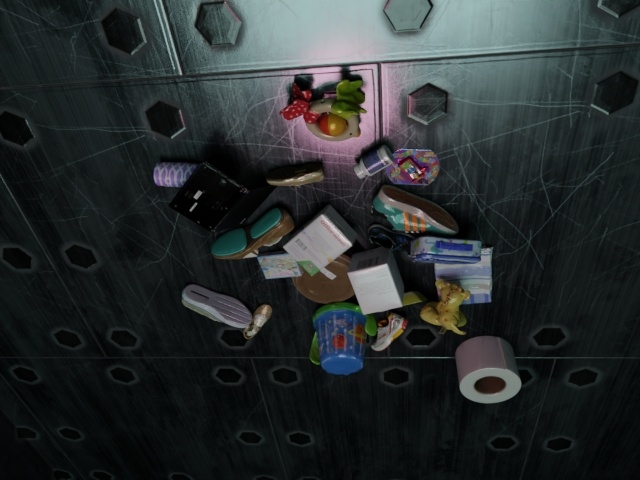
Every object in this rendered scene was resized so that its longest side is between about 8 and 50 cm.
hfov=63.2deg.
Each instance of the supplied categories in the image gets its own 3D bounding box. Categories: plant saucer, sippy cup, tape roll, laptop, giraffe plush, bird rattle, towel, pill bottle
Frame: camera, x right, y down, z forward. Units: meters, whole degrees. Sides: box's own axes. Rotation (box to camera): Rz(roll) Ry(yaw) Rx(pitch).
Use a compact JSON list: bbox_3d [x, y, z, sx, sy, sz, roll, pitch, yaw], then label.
[{"bbox_3d":[0.303,0.229,1.986,0.188,0.045,0.188,-15,171,18],"label":"plant saucer"},{"bbox_3d":[0.084,0.400,2.063,0.240,0.224,0.305,5,140,-3],"label":"sippy cup"},{"bbox_3d":[0.022,0.149,2.006,0.278,0.041,0.278,3,129,4],"label":"plant saucer"},{"bbox_3d":[0.695,0.539,2.174,0.246,0.169,0.246,3,129,3],"label":"tape roll"},{"bbox_3d":[-0.320,-0.150,1.728,0.264,0.136,0.234,33,125,-20],"label":"laptop"},{"bbox_3d":[0.475,0.232,1.926,0.181,0.210,0.170,13,105,5],"label":"giraffe plush"},{"bbox_3d":[0.018,-0.361,1.530,0.253,0.143,0.207,-9,145,17],"label":"bird rattle"},{"bbox_3d":[0.537,0.139,1.947,0.209,0.034,0.285,-5,129,11],"label":"towel"},{"bbox_3d":[0.167,-0.245,1.643,0.120,0.067,0.067,-28,122,26],"label":"pill bottle"}]

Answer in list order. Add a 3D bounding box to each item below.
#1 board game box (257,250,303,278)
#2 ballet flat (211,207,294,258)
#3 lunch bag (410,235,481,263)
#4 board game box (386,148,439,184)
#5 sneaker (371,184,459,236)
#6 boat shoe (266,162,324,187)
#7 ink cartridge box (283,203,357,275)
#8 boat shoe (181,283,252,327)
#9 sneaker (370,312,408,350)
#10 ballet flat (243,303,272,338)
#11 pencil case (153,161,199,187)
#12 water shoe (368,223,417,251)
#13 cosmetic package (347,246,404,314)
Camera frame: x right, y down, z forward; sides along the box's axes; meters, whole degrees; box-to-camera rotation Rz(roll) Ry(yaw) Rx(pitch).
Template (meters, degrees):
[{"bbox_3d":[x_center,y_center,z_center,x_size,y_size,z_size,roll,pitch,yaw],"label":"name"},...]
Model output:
[{"bbox_3d":[-0.151,0.091,1.955,0.154,0.026,0.103,-6,119,23],"label":"board game box"},{"bbox_3d":[-0.233,-0.005,1.875,0.342,0.116,0.124,-29,141,22],"label":"ballet flat"},{"bbox_3d":[0.422,0.034,1.761,0.219,0.090,0.176,4,173,-9],"label":"lunch bag"},{"bbox_3d":[0.297,-0.226,1.667,0.168,0.033,0.133,3,130,3],"label":"board game box"},{"bbox_3d":[0.312,-0.076,1.751,0.302,0.108,0.121,25,130,-6],"label":"sneaker"},{"bbox_3d":[-0.081,-0.201,1.711,0.190,0.068,0.072,-6,140,10],"label":"boat shoe"},{"bbox_3d":[0.000,0.000,1.826,0.154,0.093,0.212,46,122,-9],"label":"ink cartridge box"},{"bbox_3d":[-0.424,0.273,2.129,0.302,0.109,0.094,28,143,-6],"label":"boat shoe"},{"bbox_3d":[0.270,0.372,2.149,0.092,0.088,0.225,37,127,2],"label":"sneaker"},{"bbox_3d":[-0.264,0.346,2.180,0.073,0.067,0.206,24,128,-14],"label":"ballet flat"},{"bbox_3d":[-0.446,-0.214,1.728,0.206,0.086,0.088,7,166,2],"label":"pencil case"},{"bbox_3d":[0.259,0.011,1.837,0.203,0.080,0.073,18,129,-9],"label":"water shoe"},{"bbox_3d":[0.204,0.142,1.881,0.151,0.151,0.184,-14,112,18],"label":"cosmetic package"}]
